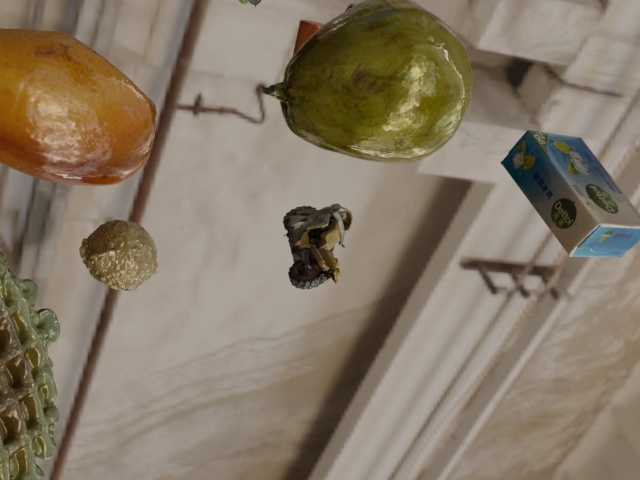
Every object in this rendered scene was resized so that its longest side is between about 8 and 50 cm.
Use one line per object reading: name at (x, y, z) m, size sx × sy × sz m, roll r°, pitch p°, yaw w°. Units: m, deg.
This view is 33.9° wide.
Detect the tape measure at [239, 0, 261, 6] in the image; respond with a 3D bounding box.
tape measure at (-0.187, -0.565, 2.010) m, size 0.106 × 0.175 × 0.200 m, roll -37°, pitch -131°, yaw 6°

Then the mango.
mango at (-0.400, -0.198, 1.507) m, size 0.201 × 0.350 × 0.199 m, roll -55°, pitch -144°, yaw 26°

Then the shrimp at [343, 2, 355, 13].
shrimp at (0.075, -0.487, 2.466) m, size 0.076 × 0.082 × 0.174 m, roll -48°, pitch -156°, yaw 28°

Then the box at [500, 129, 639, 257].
box at (0.379, -0.069, 1.564) m, size 0.073 × 0.139 × 0.194 m, roll -52°, pitch -127°, yaw 33°

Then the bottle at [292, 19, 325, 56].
bottle at (-0.029, -0.360, 2.177) m, size 0.069 × 0.069 × 0.187 m, roll -136°, pitch -126°, yaw -60°

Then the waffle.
waffle at (-0.373, 0.128, 1.106) m, size 0.056 × 0.309 × 0.292 m, roll -16°, pitch -122°, yaw 18°

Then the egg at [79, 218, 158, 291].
egg at (-0.316, 0.025, 1.658) m, size 0.140 × 0.118 × 0.116 m, roll 128°, pitch -52°, yaw -78°

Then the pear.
pear at (0.084, -0.263, 1.777) m, size 0.287 × 0.375 × 0.288 m, roll 174°, pitch -90°, yaw -76°

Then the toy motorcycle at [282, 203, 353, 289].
toy motorcycle at (0.000, 0.000, 1.888) m, size 0.229 × 0.129 × 0.094 m, roll -98°, pitch 178°, yaw -53°
